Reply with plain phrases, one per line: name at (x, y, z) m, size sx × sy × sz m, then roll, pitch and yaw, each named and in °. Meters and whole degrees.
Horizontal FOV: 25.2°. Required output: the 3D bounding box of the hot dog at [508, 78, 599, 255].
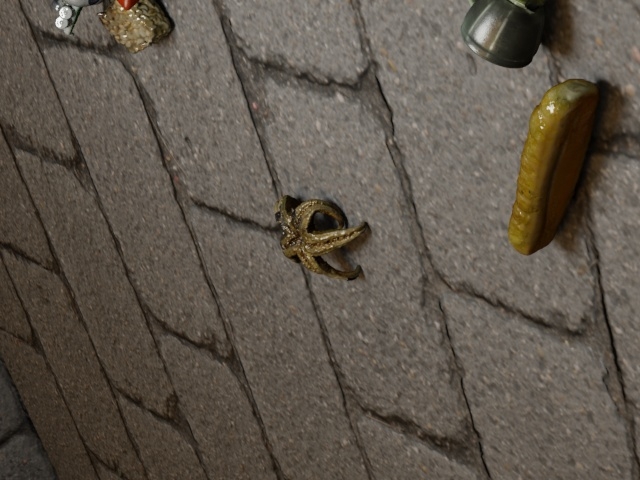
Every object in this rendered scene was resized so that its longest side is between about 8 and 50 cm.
hot dog at (0.272, -0.086, 1.712) m, size 0.061 × 0.088 × 0.285 m, roll 46°, pitch 147°, yaw 28°

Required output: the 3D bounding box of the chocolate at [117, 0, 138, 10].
chocolate at (-0.312, -0.509, 2.140) m, size 0.237 × 0.108 × 0.235 m, roll 48°, pitch 150°, yaw 12°

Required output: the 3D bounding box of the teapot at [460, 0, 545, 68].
teapot at (0.204, -0.265, 1.626) m, size 0.124 × 0.092 × 0.090 m, roll 40°, pitch 131°, yaw 16°

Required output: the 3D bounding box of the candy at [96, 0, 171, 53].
candy at (-0.298, -0.359, 2.298) m, size 0.110 × 0.085 × 0.095 m, roll 49°, pitch 145°, yaw -8°

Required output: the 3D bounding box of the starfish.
starfish at (0.002, 0.000, 2.225) m, size 0.190 × 0.074 × 0.146 m, roll 8°, pitch 120°, yaw 52°

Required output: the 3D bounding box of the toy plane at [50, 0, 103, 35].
toy plane at (-0.374, -0.410, 2.299) m, size 0.080 × 0.174 × 0.174 m, roll 28°, pitch 149°, yaw -2°
